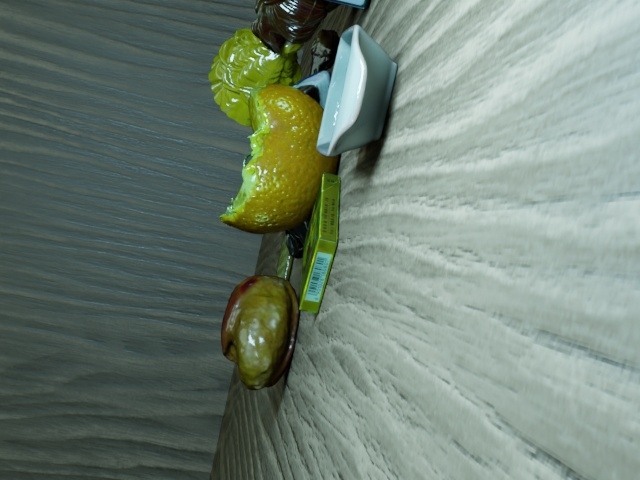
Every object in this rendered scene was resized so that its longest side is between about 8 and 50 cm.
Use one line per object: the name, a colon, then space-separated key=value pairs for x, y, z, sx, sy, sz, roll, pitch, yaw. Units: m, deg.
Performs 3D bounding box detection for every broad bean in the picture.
broad bean: x=-0.100 y=0.145 z=1.885 sx=0.228 sy=0.122 sz=0.156 roll=-79 pitch=7 yaw=-53

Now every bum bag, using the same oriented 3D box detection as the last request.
bum bag: x=-0.046 y=-0.096 z=1.965 sx=0.123 sy=0.060 sz=0.248 roll=125 pitch=133 yaw=-65

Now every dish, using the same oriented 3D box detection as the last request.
dish: x=0.046 y=-0.169 z=1.367 sx=0.234 sy=0.064 sz=0.154 roll=-113 pitch=35 yaw=-82

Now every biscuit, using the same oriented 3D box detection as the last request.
biscuit: x=-0.071 y=0.037 z=2.378 sx=0.231 sy=0.016 sz=0.139 roll=130 pitch=152 yaw=-78

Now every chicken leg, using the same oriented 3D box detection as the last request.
chicken leg: x=-0.023 y=-0.269 z=2.290 sx=0.113 sy=0.093 sz=0.304 roll=27 pitch=97 yaw=66

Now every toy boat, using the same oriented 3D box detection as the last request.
toy boat: x=-0.030 y=-0.201 z=2.088 sx=0.115 sy=0.114 sz=0.262 roll=-38 pitch=-19 yaw=-34

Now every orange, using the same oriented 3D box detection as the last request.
orange: x=-0.054 y=-0.118 z=1.790 sx=0.179 sy=0.158 sz=0.237 roll=106 pitch=177 yaw=-68

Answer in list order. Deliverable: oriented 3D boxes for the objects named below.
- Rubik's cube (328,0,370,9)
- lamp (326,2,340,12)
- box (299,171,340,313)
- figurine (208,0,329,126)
Rubik's cube: x=0.014 y=-0.498 z=1.847 sx=0.183 sy=0.180 sz=0.167 roll=-86 pitch=9 yaw=-48
lamp: x=-0.034 y=-0.545 z=2.103 sx=0.250 sy=0.250 sz=0.284 roll=115 pitch=169 yaw=-66
box: x=0.000 y=0.000 z=1.657 sx=0.193 sy=0.030 sz=0.121 roll=-88 pitch=12 yaw=-59
figurine: x=-0.068 y=-0.348 z=2.018 sx=0.187 sy=0.168 sz=0.315 roll=-47 pitch=3 yaw=-30
